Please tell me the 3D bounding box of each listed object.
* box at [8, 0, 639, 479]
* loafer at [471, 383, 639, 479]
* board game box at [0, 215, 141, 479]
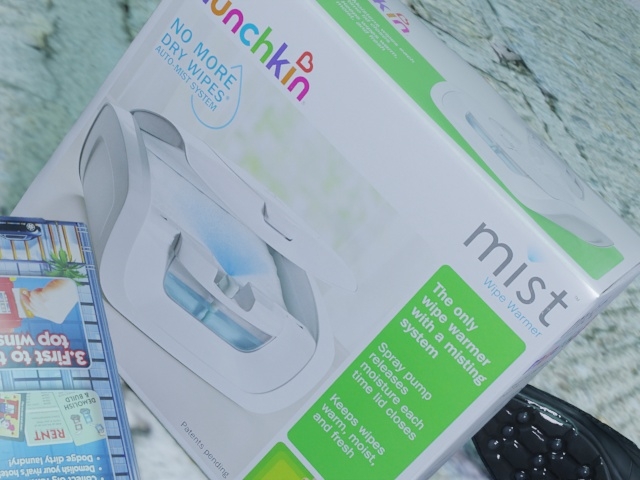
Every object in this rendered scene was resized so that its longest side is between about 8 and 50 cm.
[{"bbox_3d":[0.000,0.000,0.689,0.262,0.231,0.127,48,27,12],"label":"box"},{"bbox_3d":[0.184,0.162,0.867,0.223,0.076,0.078,39,21,-15],"label":"loafer"},{"bbox_3d":[-0.105,0.128,0.403,0.060,0.194,0.194,3,43,-34],"label":"board game box"}]
